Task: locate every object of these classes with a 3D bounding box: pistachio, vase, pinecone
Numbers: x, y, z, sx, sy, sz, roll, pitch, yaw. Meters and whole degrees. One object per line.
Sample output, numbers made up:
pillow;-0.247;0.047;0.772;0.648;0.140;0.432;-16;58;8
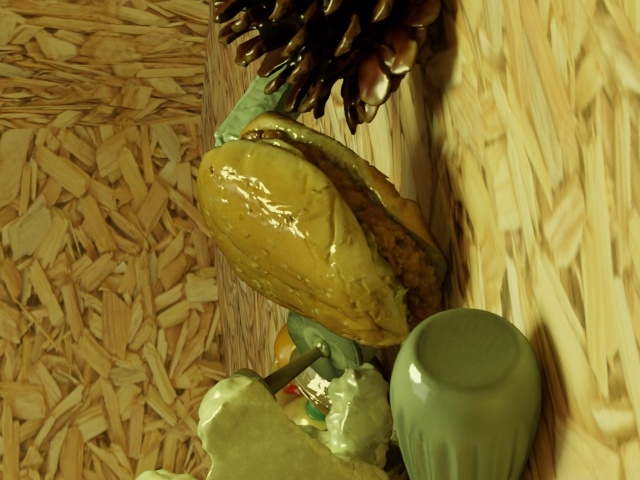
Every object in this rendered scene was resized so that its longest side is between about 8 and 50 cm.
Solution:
pistachio;0.028;0.179;1.895;0.149;0.113;0.113;51;149;35
vase;0.126;0.174;1.296;0.248;0.128;0.128;85;175;-45
pinecone;0.004;-0.256;1.544;0.264;0.264;0.264;177;90;-81

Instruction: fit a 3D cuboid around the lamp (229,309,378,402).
lamp;-0.010;0.133;1.789;0.121;0.214;0.121;33;140;33

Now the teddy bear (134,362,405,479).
teddy bear;-0.051;0.259;1.684;0.327;0.375;0.362;-52;23;7

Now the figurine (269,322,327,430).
figurine;-0.017;0.212;2.158;0.324;0.124;0.222;-104;14;-65

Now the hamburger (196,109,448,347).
hamburger;-0.001;-0.001;1.563;0.283;0.144;0.259;23;150;32

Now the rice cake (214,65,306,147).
rice cake;-0.018;-0.222;1.738;0.336;0.063;0.066;-57;-27;-27
